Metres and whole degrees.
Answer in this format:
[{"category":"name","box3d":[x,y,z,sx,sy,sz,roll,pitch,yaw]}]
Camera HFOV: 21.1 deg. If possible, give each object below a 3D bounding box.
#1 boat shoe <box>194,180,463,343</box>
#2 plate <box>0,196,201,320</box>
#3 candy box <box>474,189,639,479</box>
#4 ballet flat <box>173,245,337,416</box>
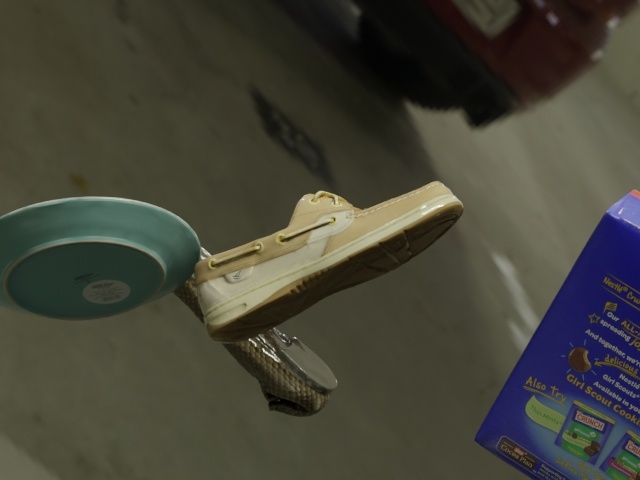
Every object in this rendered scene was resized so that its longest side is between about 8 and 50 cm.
[{"category":"boat shoe","box3d":[0.000,0.000,1.019,0.059,0.170,0.063,66,6,19]},{"category":"plate","box3d":[-0.187,0.024,1.361,0.188,0.188,0.024,34,39,-49]},{"category":"candy box","box3d":[0.360,0.147,1.846,0.268,0.317,0.122,33,27,11]},{"category":"ballet flat","box3d":[-0.091,0.066,1.521,0.250,0.058,0.084,42,18,7]}]
